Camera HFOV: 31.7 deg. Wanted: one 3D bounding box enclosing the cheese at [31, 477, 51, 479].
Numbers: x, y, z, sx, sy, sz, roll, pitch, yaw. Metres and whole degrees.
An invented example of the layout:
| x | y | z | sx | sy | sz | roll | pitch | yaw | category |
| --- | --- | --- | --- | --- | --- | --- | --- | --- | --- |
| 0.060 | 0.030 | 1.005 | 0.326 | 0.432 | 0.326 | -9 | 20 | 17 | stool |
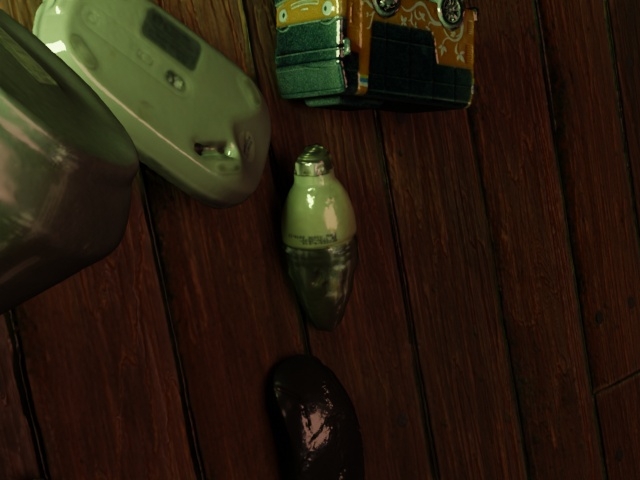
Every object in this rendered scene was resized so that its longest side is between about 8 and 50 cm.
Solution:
| x | y | z | sx | sy | sz | roll | pitch | yaw | category |
| --- | --- | --- | --- | --- | --- | --- | --- | --- | --- |
| -0.296 | 0.357 | 1.191 | 0.175 | 0.091 | 0.202 | 21 | 74 | -39 | cheese |

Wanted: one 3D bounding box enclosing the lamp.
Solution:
| x | y | z | sx | sy | sz | roll | pitch | yaw | category |
| --- | --- | --- | --- | --- | --- | --- | --- | --- | --- |
| 0.000 | 0.000 | 1.457 | 0.101 | 0.101 | 0.250 | -24 | 117 | -39 | lamp |

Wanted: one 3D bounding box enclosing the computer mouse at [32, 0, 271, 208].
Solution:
| x | y | z | sx | sy | sz | roll | pitch | yaw | category |
| --- | --- | --- | --- | --- | --- | --- | --- | --- | --- |
| -0.187 | -0.167 | 1.289 | 0.331 | 0.095 | 0.197 | 38 | 44 | -28 | computer mouse |

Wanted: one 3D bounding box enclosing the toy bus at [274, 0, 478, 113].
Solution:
| x | y | z | sx | sy | sz | roll | pitch | yaw | category |
| --- | --- | --- | --- | --- | --- | --- | --- | --- | --- |
| 0.076 | -0.253 | 1.499 | 0.275 | 0.138 | 0.167 | 1 | 91 | -44 | toy bus |

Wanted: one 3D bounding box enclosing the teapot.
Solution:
| x | y | z | sx | sy | sz | roll | pitch | yaw | category |
| --- | --- | --- | --- | --- | --- | --- | --- | --- | --- |
| -0.387 | -0.043 | 0.954 | 0.376 | 0.305 | 0.362 | 45 | 98 | 2 | teapot |

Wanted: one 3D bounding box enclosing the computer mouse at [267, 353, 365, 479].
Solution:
| x | y | z | sx | sy | sz | roll | pitch | yaw | category |
| --- | --- | --- | --- | --- | --- | --- | --- | --- | --- |
| 0.000 | 0.255 | 1.465 | 0.122 | 0.073 | 0.217 | -21 | 105 | -40 | computer mouse |
